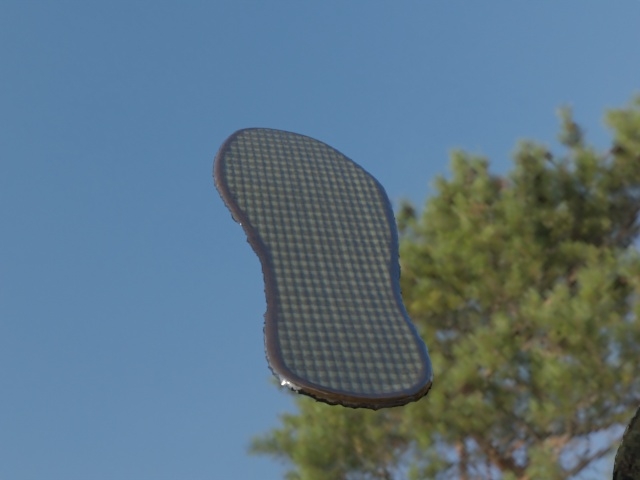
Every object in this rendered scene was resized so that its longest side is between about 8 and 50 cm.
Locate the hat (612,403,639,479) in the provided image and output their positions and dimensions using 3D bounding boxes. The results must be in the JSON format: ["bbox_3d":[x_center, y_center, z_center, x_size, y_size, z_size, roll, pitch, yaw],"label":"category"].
[{"bbox_3d":[0.330,0.211,0.952,0.265,0.265,0.128,-30,-31,-16],"label":"hat"}]

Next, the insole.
[{"bbox_3d":[0.000,0.000,0.575,0.086,0.253,0.005,5,-63,-12],"label":"insole"}]
